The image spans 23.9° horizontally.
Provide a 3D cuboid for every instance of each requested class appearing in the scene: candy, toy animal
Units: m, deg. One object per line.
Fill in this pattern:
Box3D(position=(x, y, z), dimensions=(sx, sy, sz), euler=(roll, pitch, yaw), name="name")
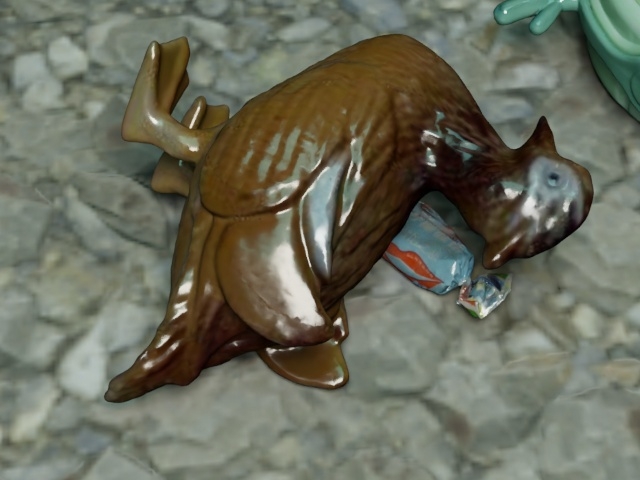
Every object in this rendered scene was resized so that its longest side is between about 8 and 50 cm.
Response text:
Box3D(position=(0.045, 0.002, 0.629), dimensions=(0.030, 0.020, 0.083), euler=(-38, 61, -23), name="candy")
Box3D(position=(0.000, 0.000, 0.590), dimensions=(0.179, 0.089, 0.188), euler=(24, 73, 22), name="toy animal")

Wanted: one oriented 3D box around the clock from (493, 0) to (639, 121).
Box3D(position=(0.186, -0.108, 0.679), dimensions=(0.211, 0.066, 0.159), euler=(12, 57, 9), name="clock")
